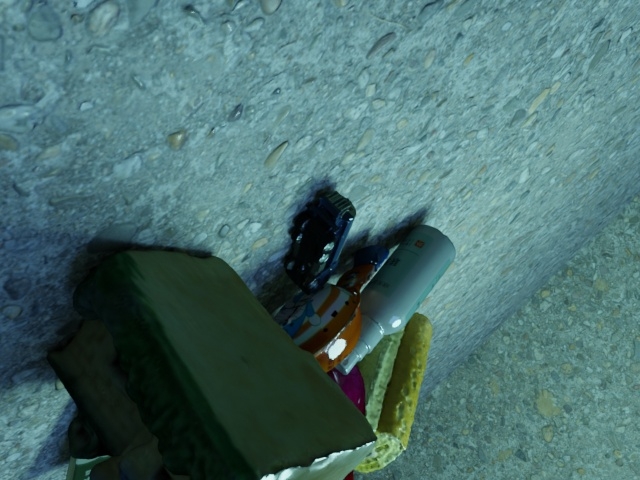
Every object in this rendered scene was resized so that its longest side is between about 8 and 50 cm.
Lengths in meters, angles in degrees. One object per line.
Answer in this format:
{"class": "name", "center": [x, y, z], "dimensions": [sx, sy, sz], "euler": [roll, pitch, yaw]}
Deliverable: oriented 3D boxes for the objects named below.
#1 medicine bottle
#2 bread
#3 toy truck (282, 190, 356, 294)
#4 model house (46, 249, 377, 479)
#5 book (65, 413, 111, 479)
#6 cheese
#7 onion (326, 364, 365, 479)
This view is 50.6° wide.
{"class": "medicine bottle", "center": [0.137, 0.121, 1.356], "dimensions": [0.352, 0.110, 0.110], "euler": [-49, 161, -25]}
{"class": "bread", "center": [0.147, 0.362, 1.677], "dimensions": [0.237, 0.165, 0.376], "euler": [-57, -173, 49]}
{"class": "toy truck", "center": [0.000, 0.000, 1.128], "dimensions": [0.088, 0.074, 0.202], "euler": [-33, 156, -35]}
{"class": "model house", "center": [-0.198, 0.254, 0.900], "dimensions": [0.343, 0.382, 0.334], "euler": [-49, 153, 18]}
{"class": "book", "center": [-0.346, 0.340, 1.212], "dimensions": [0.202, 0.027, 0.264], "euler": [-13, 134, -45]}
{"class": "cheese", "center": [0.017, 0.131, 1.250], "dimensions": [0.329, 0.129, 0.217], "euler": [-48, -164, -32]}
{"class": "onion", "center": [-0.034, 0.419, 1.380], "dimensions": [0.398, 0.420, 0.398], "euler": [-41, 159, -19]}
